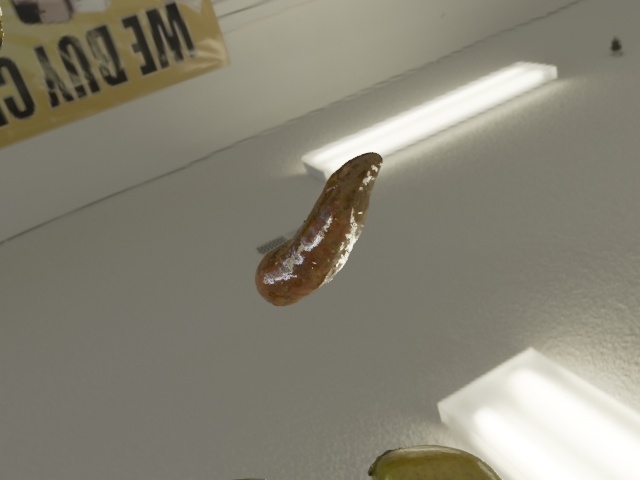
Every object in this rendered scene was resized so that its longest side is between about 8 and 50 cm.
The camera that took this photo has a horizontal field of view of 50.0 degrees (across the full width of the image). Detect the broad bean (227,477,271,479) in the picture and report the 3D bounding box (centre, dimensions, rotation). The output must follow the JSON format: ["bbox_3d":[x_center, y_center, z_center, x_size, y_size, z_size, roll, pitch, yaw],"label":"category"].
[{"bbox_3d":[-0.121,0.314,0.814,0.213,0.071,0.048,8,-173,-5],"label":"broad bean"}]

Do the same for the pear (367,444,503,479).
[{"bbox_3d":[0.259,0.570,1.295,0.191,0.386,0.341,-20,-141,60],"label":"pear"}]

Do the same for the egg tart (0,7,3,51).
[{"bbox_3d":[-0.551,-0.250,0.878,0.294,0.295,0.116,-26,-116,-17],"label":"egg tart"}]

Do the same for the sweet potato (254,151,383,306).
[{"bbox_3d":[0.001,0.000,0.937,0.292,0.097,0.097,-49,-174,35],"label":"sweet potato"}]
